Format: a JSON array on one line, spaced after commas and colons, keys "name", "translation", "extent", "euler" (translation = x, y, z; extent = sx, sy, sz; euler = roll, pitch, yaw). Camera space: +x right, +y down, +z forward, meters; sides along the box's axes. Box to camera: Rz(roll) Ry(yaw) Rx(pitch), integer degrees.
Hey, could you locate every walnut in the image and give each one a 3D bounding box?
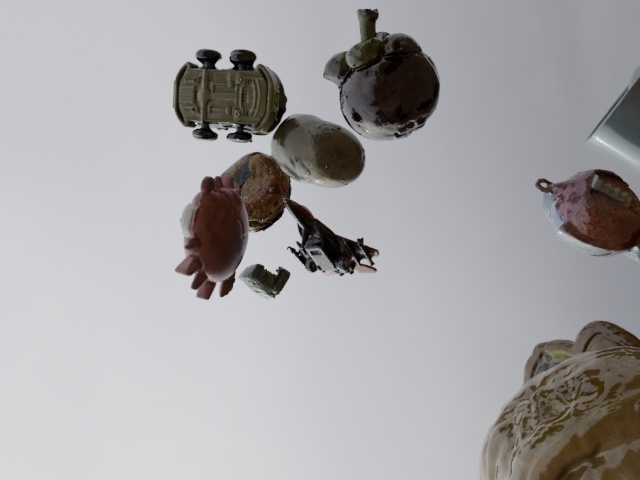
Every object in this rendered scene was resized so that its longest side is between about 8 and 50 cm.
[{"name": "walnut", "translation": [0.340, 0.278, 0.680], "extent": [0.313, 0.277, 0.252], "euler": [-47, -29, 9]}]

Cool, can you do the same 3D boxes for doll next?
[{"name": "doll", "translation": [-0.180, -0.002, 1.020], "extent": [0.261, 0.093, 0.211], "euler": [86, -159, -50]}]

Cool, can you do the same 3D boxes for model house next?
[{"name": "model house", "translation": [-0.119, 0.077, 1.219], "extent": [0.083, 0.079, 0.066], "euler": [35, -125, -16]}]

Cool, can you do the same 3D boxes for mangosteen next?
[{"name": "mangosteen", "translation": [0.097, -0.244, 0.913], "extent": [0.184, 0.172, 0.172], "euler": [43, -134, 11]}]

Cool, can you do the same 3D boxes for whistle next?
[{"name": "whistle", "translation": [0.508, -0.013, 0.950], "extent": [0.133, 0.346, 0.142], "euler": [-65, -7, 32]}]

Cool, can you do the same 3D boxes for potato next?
[{"name": "potato", "translation": [-0.011, -0.200, 1.293], "extent": [0.165, 0.262, 0.164], "euler": [-11, -70, -33]}]

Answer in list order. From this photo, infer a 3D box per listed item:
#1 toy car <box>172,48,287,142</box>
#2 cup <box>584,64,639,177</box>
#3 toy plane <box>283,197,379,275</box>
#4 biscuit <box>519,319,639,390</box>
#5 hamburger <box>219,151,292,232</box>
[{"name": "toy car", "translation": [-0.195, -0.329, 1.361], "extent": [0.198, 0.248, 0.204], "euler": [-21, -63, -72]}, {"name": "cup", "translation": [0.676, -0.181, 1.052], "extent": [0.205, 0.312, 0.205], "euler": [-50, -13, -16]}, {"name": "toy plane", "translation": [0.000, 0.003, 0.767], "extent": [0.189, 0.130, 0.061], "euler": [38, -125, -52]}, {"name": "biscuit", "translation": [0.396, 0.253, 0.885], "extent": [0.041, 0.208, 0.290], "euler": [-10, -54, -38]}, {"name": "hamburger", "translation": [-0.188, -0.138, 1.644], "extent": [0.107, 0.231, 0.230], "euler": [39, -120, -59]}]
